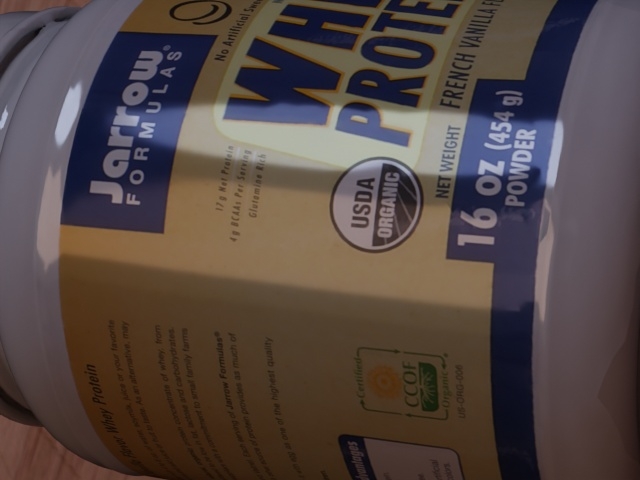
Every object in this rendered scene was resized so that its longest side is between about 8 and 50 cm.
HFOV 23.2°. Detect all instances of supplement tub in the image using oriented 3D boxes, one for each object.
[{"bbox_3d":[0.000,0.000,0.685,0.316,0.228,0.228,5,93,21],"label":"supplement tub"}]
